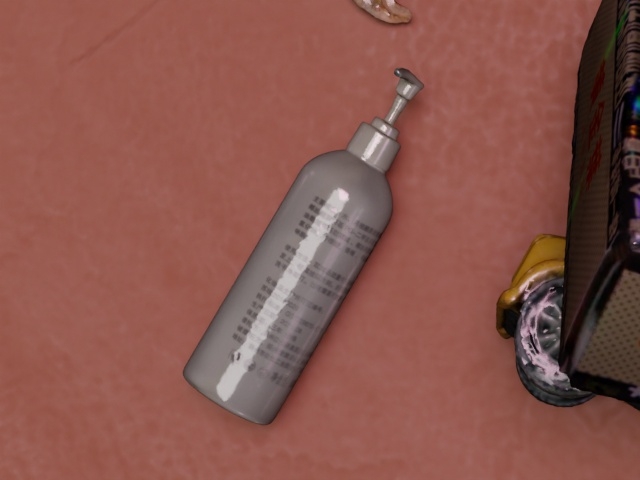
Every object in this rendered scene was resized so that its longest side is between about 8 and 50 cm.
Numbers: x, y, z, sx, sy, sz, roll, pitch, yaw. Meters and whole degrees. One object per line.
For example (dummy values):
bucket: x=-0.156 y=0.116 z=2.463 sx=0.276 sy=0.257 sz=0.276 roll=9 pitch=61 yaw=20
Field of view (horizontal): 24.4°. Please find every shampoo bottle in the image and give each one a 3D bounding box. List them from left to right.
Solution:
shampoo bottle: x=0.000 y=0.000 z=0.766 sx=0.056 sy=0.056 sz=0.195 roll=32 pitch=92 yaw=12

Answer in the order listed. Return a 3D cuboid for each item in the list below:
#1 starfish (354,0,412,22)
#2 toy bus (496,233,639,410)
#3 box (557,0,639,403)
starfish: x=0.010 y=-0.266 z=0.787 sx=0.231 sy=0.048 sz=0.295 roll=-30 pitch=82 yaw=8
toy bus: x=0.245 y=0.082 z=0.677 sx=0.335 sy=0.121 sz=0.123 roll=28 pitch=83 yaw=12
box: x=0.260 y=-0.003 z=0.608 sx=0.310 sy=0.084 sz=0.198 roll=14 pitch=45 yaw=-1
